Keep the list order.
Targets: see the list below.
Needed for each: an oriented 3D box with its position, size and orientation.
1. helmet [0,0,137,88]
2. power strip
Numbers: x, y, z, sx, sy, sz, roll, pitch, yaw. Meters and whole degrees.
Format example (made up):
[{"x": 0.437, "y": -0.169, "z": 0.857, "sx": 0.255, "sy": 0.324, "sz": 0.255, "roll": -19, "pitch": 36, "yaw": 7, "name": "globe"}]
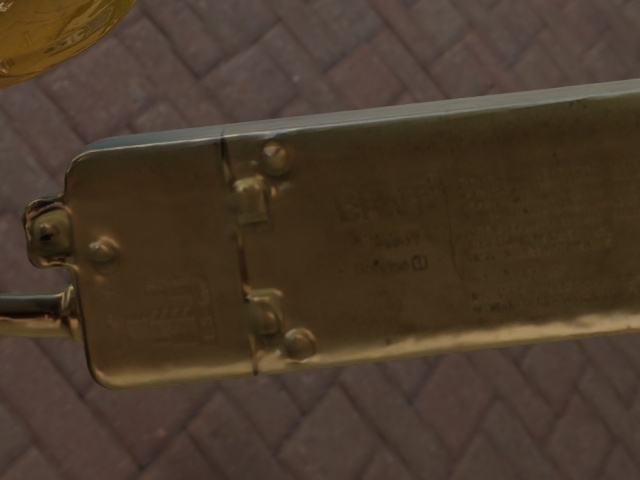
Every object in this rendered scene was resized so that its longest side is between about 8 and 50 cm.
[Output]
[{"x": -0.153, "y": -0.167, "z": 0.884, "sx": 0.140, "sy": 0.205, "sz": 0.257, "roll": 38, "pitch": 73, "yaw": -19, "name": "helmet"}, {"x": 0.000, "y": 0.000, "z": 0.631, "sx": 0.053, "sy": 0.288, "sz": 0.093, "roll": -87, "pitch": 171, "yaw": -80, "name": "power strip"}]
